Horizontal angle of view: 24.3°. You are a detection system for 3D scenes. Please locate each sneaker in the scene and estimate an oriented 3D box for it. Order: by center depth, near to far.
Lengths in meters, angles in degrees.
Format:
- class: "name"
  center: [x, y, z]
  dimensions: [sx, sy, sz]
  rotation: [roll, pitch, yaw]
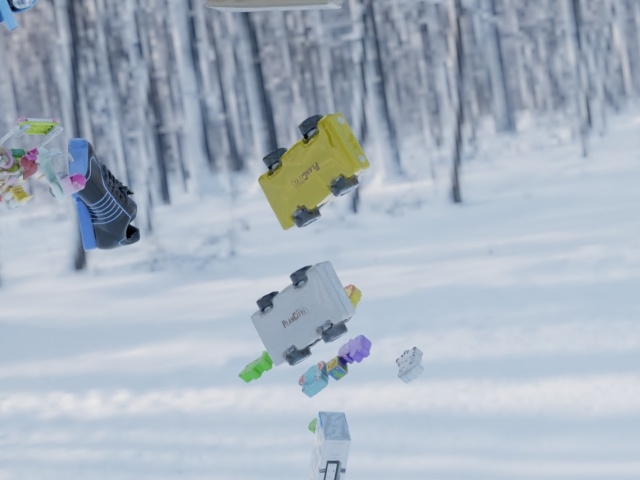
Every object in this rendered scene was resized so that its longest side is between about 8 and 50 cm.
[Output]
- class: "sneaker"
  center: [-0.327, -0.072, 2.242]
  dimensions: [0.090, 0.081, 0.232]
  rotation: [-7, -38, -4]

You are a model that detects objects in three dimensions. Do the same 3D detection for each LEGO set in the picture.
- class: "LEGO set"
  center: [-0.396, -0.080, 1.891]
  dimensions: [0.107, 0.132, 0.287]
  rotation: [-35, 7, 28]

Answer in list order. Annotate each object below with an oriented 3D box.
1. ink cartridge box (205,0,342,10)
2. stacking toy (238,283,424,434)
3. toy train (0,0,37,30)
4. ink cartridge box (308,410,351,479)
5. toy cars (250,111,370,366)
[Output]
- class: "ink cartridge box"
  center: [-0.070, -0.455, 2.169]
  dimensions: [0.193, 0.234, 0.088]
  rotation: [0, 5, 14]
- class: "stacking toy"
  center: [0.018, 0.177, 2.130]
  dimensions: [0.221, 0.167, 0.052]
  rotation: [-36, 28, 22]
- class: "toy train"
  center: [-0.384, -0.284, 1.615]
  dimensions: [0.105, 0.080, 0.184]
  rotation: [-36, 48, -18]
- class: "ink cartridge box"
  center: [0.009, 0.219, 1.488]
  dimensions: [0.028, 0.083, 0.048]
  rotation: [3, 30, -10]
- class: "toy cars"
  center: [0.000, 0.000, 1.900]
  dimensions: [0.087, 0.393, 0.176]
  rotation: [-21, 38, -38]
